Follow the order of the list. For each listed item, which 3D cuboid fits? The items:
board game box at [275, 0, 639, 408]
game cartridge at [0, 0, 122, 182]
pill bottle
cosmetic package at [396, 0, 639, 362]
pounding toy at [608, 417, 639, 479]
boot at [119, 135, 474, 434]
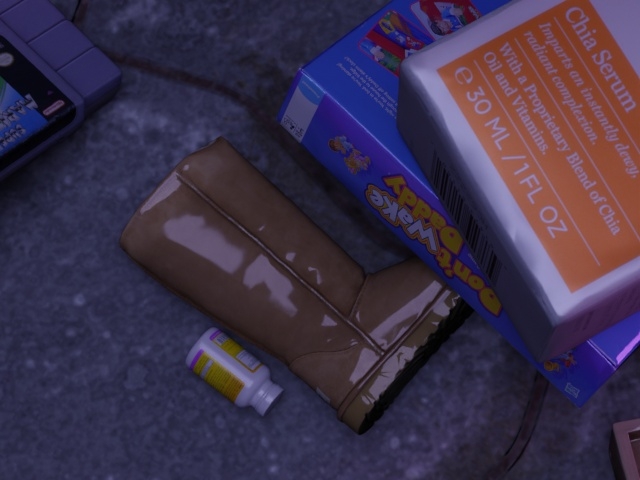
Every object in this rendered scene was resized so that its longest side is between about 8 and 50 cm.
[{"bbox_3d":[0.169,-0.063,1.567,0.347,0.078,0.233,44,57,10],"label":"board game box"},{"bbox_3d":[-0.361,-0.121,1.594,0.230,0.068,0.355,41,53,13],"label":"game cartridge"},{"bbox_3d":[-0.073,0.115,1.625,0.083,0.043,0.043,38,85,10],"label":"pill bottle"},{"bbox_3d":[0.306,-0.122,1.415,0.453,0.161,0.230,-29,77,-6],"label":"cosmetic package"},{"bbox_3d":[0.322,0.213,1.561,0.141,0.100,0.130,-11,65,0],"label":"pounding toy"},{"bbox_3d":[0.000,0.000,1.618,0.269,0.089,0.236,40,79,14],"label":"boot"}]
